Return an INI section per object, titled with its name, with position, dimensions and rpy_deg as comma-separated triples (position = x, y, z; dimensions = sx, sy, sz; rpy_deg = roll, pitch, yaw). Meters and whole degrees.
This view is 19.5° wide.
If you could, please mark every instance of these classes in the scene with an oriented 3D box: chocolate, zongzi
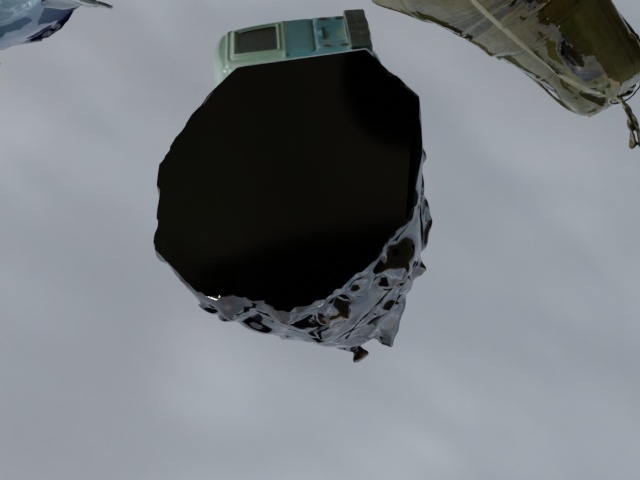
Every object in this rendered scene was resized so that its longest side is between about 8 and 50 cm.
[chocolate]
position = 0.000, 0.000, 0.972
dimensions = 0.156, 0.156, 0.133
rpy_deg = 49, 177, 33
[zongzi]
position = 0.141, -0.137, 1.357
dimensions = 0.189, 0.178, 0.081
rpy_deg = 56, -133, -10

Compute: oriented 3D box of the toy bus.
[toy bus]
position = -0.018, -0.061, 1.694
dimensions = 0.164, 0.271, 0.133
rpy_deg = -4, -157, -1

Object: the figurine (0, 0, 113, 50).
[figurine]
position = -0.217, -0.095, 0.618
dimensions = 0.248, 0.276, 0.388
rpy_deg = 58, -156, 1
